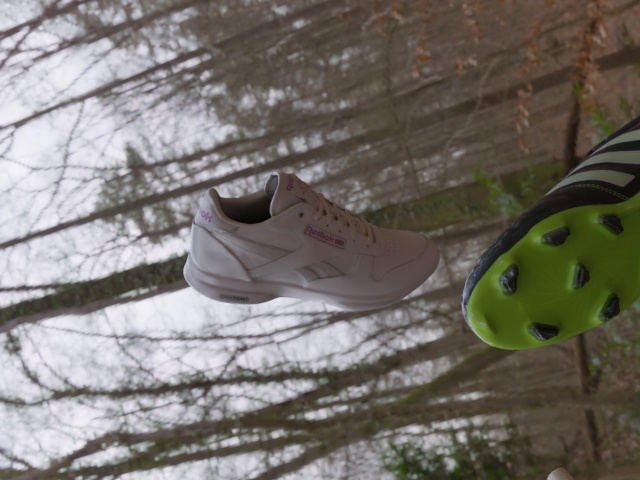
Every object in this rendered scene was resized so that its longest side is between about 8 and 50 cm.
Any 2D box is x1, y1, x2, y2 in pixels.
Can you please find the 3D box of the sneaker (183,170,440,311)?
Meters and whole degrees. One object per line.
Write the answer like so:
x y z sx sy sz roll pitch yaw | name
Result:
0.000 0.000 1.044 0.114 0.305 0.152 -115 29 -56 | sneaker

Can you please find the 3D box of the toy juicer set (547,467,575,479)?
0.257 0.403 1.149 0.089 0.329 0.209 36 -149 -40 | toy juicer set

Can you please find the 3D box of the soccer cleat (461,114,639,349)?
0.132 -0.013 0.417 0.060 0.179 0.072 56 168 -13 | soccer cleat
